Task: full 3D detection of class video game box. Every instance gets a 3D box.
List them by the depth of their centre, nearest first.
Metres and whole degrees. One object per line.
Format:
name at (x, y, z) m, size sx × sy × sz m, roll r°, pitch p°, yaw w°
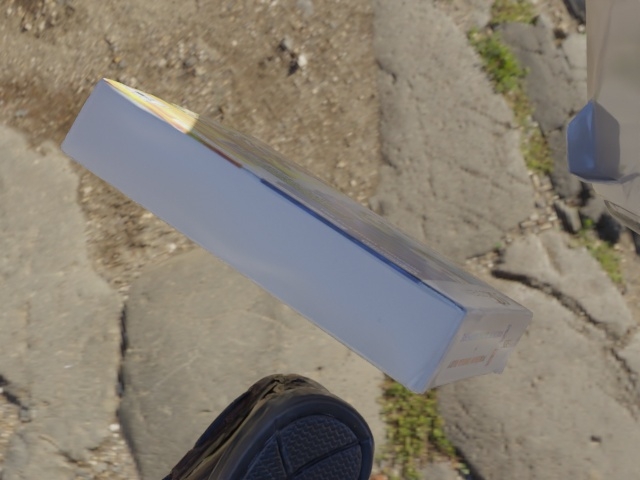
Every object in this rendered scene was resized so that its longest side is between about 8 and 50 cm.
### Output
video game box at (0.000, 0.000, 0.562) m, size 0.205 × 0.187 × 0.048 m, roll 33°, pitch 95°, yaw 18°

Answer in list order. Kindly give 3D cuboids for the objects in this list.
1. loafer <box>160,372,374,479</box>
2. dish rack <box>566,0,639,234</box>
loafer at (-0.085, 0.205, 0.635) m, size 0.109 × 0.095 × 0.302 m, roll 40°, pitch 86°, yaw -23°
dish rack at (0.185, -0.115, 0.541) m, size 0.072 × 0.333 × 0.285 m, roll -3°, pitch 102°, yaw -3°
